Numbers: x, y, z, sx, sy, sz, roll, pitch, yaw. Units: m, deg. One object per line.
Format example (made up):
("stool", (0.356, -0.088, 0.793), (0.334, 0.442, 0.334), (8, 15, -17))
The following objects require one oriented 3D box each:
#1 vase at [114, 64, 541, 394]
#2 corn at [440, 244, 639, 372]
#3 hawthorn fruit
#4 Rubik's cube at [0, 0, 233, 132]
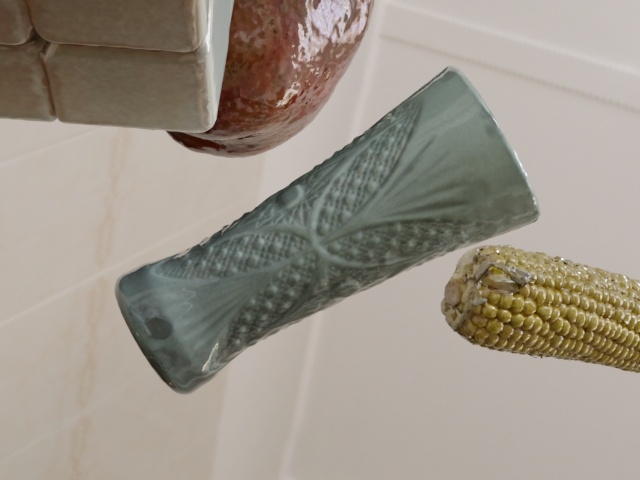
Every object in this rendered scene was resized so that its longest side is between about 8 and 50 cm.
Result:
("vase", (0.000, 0.000, 0.759), (0.219, 0.096, 0.096), (-29, -89, 2))
("corn", (0.246, 0.066, 1.319), (0.106, 0.293, 0.106), (-30, -125, 55))
("hawthorn fruit", (-0.053, -0.198, 1.176), (0.261, 0.224, 0.224), (-42, -96, 4))
("Rubik's cube", (-0.206, -0.287, 0.872), (0.316, 0.321, 0.318), (4, -35, 2))
